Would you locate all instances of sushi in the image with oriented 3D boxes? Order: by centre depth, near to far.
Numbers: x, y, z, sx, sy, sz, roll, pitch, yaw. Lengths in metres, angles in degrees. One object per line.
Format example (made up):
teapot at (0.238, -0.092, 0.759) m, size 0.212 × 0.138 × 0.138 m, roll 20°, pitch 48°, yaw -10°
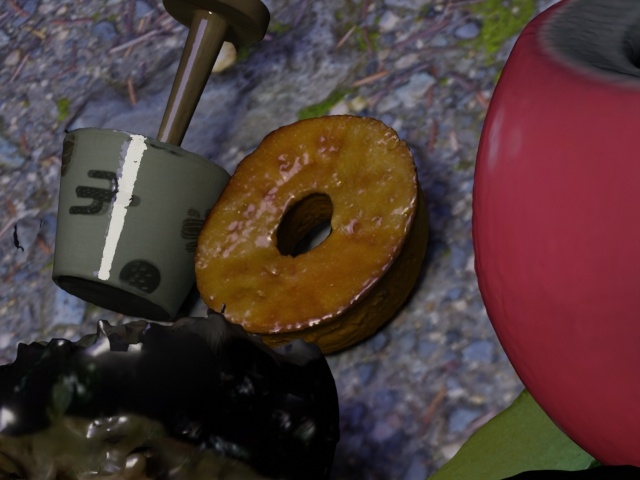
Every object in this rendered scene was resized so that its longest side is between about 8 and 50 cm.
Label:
sushi at (-0.086, 0.161, 0.754) m, size 0.238 × 0.225 × 0.219 m, roll -54°, pitch 42°, yaw 48°

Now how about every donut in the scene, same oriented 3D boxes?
donut at (0.000, 0.000, 0.921) m, size 0.152 × 0.058 × 0.152 m, roll -14°, pitch 52°, yaw 19°

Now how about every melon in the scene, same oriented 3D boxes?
melon at (0.107, 0.112, 0.792) m, size 0.262 × 0.053 × 0.114 m, roll -47°, pitch 27°, yaw -15°

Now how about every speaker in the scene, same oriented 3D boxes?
speaker at (0.218, -0.018, 0.654) m, size 0.294 × 0.294 × 0.294 m, roll -17°, pitch 48°, yaw 20°

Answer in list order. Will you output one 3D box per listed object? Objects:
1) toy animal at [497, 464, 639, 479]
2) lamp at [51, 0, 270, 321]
toy animal at (0.105, 0.226, 0.568) m, size 0.212 × 0.212 × 0.267 m, roll -16°, pitch 48°, yaw 20°
lamp at (-0.100, -0.062, 0.987) m, size 0.121 × 0.121 × 0.215 m, roll 8°, pitch 73°, yaw 36°
